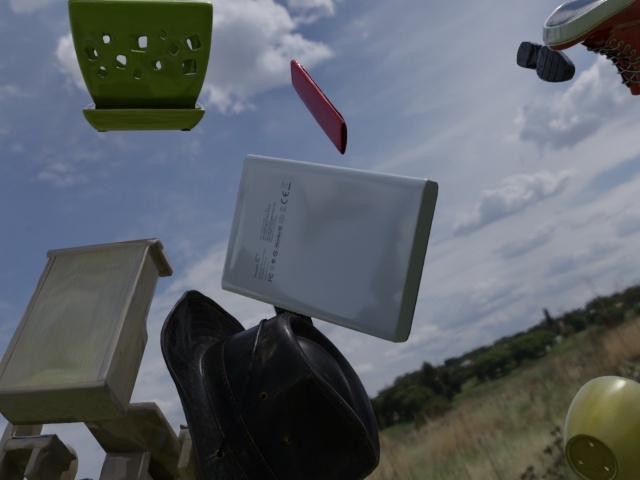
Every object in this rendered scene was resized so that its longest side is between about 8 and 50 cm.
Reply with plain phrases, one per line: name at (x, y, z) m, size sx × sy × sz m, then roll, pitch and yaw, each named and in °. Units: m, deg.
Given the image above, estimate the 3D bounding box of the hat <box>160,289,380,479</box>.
hat at (-0.022, 0.177, 0.768) m, size 0.134 × 0.331 × 0.331 m, roll -26°, pitch -15°, yaw 8°

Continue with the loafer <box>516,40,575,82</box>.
loafer at (0.415, -0.321, 1.342) m, size 0.061 × 0.170 × 0.062 m, roll 4°, pitch -62°, yaw -15°

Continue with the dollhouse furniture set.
dollhouse furniture set at (-0.278, 0.229, 1.100) m, size 0.362 × 0.256 × 0.394 m, roll -6°, pitch -47°, yaw 11°

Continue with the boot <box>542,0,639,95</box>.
boot at (0.418, -0.273, 1.073) m, size 0.244 × 0.176 × 0.088 m, roll -31°, pitch 26°, yaw -29°

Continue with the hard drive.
hard drive at (0.000, 0.000, 1.009) m, size 0.307 × 0.203 × 0.040 m, roll 13°, pitch 2°, yaw 38°

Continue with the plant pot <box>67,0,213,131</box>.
plant pot at (-0.298, -0.294, 1.268) m, size 0.227 × 0.207 × 0.228 m, roll -2°, pitch 13°, yaw -13°

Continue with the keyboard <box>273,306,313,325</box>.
keyboard at (-0.055, 0.119, 1.482) m, size 0.108 × 0.180 × 0.023 m, roll -8°, pitch 17°, yaw 31°

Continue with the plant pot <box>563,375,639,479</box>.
plant pot at (0.354, 0.248, 0.923) m, size 0.095 × 0.134 × 0.134 m, roll -23°, pitch -12°, yaw -43°

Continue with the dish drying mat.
dish drying mat at (-0.001, -0.102, 0.567) m, size 0.008 × 0.083 × 0.032 m, roll -22°, pitch -37°, yaw -17°
